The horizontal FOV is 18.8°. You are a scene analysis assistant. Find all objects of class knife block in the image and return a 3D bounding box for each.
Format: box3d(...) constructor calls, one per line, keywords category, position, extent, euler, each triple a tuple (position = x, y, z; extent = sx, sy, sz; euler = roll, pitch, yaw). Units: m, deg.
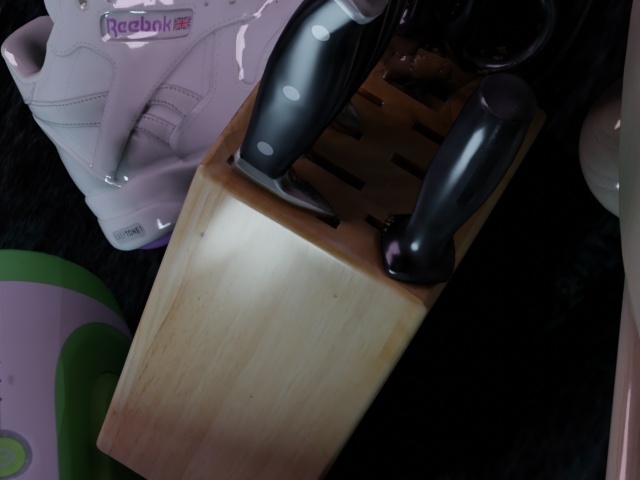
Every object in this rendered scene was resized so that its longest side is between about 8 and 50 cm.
box3d(category="knife block", position=(0.000, 0.000, 0.650), extent=(0.276, 0.088, 0.242), euler=(-59, -4, 11))

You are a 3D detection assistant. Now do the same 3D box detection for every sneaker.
box3d(category="sneaker", position=(-0.052, -0.094, 0.870), extent=(0.305, 0.152, 0.114), euler=(-27, 13, 50))

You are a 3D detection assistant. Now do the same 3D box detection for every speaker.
box3d(category="speaker", position=(-0.124, 0.151, 0.783), extent=(0.131, 0.131, 0.297), euler=(-44, 41, 36))

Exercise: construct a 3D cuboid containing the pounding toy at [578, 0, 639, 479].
box3d(category="pounding toy", position=(0.151, -0.026, 0.526), extent=(0.237, 0.110, 0.183), euler=(105, 167, -58))
